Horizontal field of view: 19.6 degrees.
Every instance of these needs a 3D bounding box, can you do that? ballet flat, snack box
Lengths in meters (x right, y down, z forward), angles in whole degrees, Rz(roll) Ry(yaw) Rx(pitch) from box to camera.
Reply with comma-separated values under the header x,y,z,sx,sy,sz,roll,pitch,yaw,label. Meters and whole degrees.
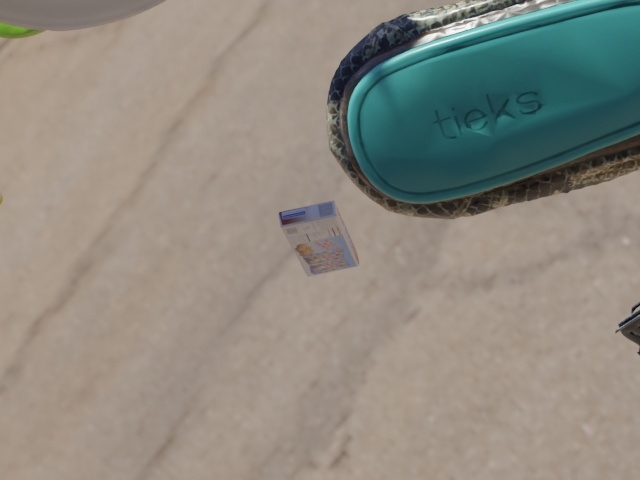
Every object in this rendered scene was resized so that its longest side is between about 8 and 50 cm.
x,y,z,sx,sy,sz,roll,pitch,yaw,label
0.240,-0.129,1.076,0.482,0.164,0.182,-13,14,19,ballet flat
0.000,0.000,2.102,0.064,0.178,0.022,-13,69,5,snack box

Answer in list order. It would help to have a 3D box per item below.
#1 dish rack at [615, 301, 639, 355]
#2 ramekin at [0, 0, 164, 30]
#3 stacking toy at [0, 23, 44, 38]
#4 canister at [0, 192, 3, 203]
x,y,z,sx,sy,sz,roll,pitch,yaw,label
0.382,0.082,1.546,0.271,0.208,0.074,-42,29,57,dish rack
-0.209,-0.308,1.507,0.273,0.273,0.127,-33,49,26,ramekin
-0.377,-0.325,1.927,0.309,0.279,0.130,-17,0,11,stacking toy
-0.350,-0.074,1.545,0.073,0.170,0.126,0,35,41,canister
